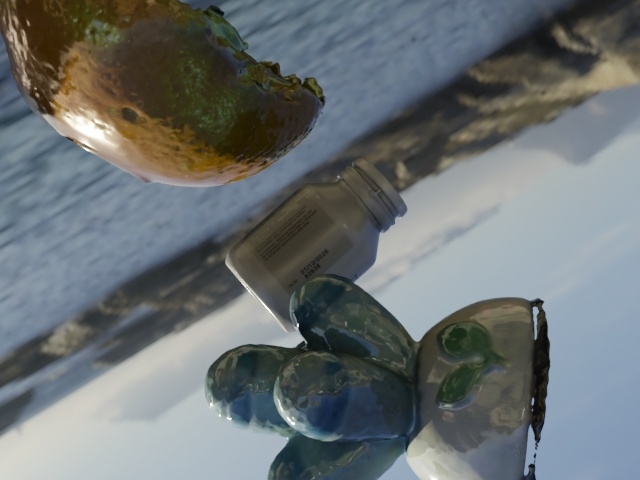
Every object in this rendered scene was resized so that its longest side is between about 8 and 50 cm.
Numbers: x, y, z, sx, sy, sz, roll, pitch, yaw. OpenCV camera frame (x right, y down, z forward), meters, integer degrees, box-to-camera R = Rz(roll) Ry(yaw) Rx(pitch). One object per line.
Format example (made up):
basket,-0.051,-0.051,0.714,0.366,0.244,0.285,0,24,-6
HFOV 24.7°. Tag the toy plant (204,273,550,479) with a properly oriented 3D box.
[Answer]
toy plant,0.051,0.156,1.447,0.332,0.247,0.247,6,-179,1

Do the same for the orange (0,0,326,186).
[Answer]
orange,-0.156,-0.157,1.384,0.262,0.196,0.334,11,164,36

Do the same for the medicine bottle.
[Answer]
medicine bottle,0.000,0.000,1.813,0.215,0.135,0.135,-42,-179,-5
